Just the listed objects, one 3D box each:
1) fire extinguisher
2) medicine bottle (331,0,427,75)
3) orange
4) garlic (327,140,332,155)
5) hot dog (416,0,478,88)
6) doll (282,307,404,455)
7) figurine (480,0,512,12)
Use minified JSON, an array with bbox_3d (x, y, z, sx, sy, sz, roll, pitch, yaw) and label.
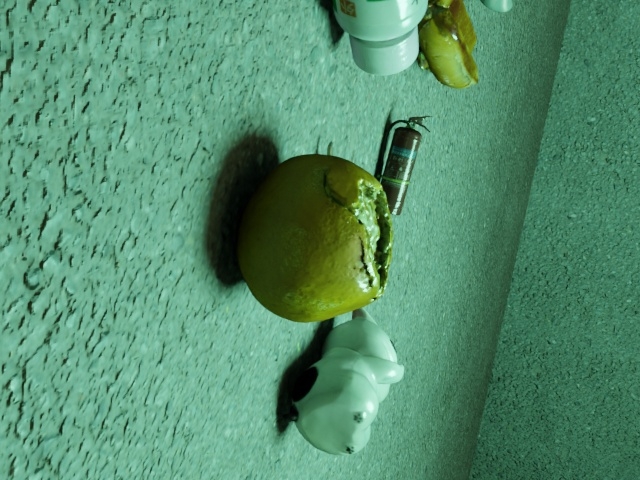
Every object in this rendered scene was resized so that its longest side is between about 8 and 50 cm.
[{"bbox_3d":[0.101,-0.100,1.128,0.039,0.056,0.132,-117,-139,-77],"label":"fire extinguisher"},{"bbox_3d":[0.047,-0.263,0.785,0.260,0.095,0.095,79,31,-55],"label":"medicine bottle"},{"bbox_3d":[0.000,0.000,0.782,0.155,0.134,0.154,20,90,-77],"label":"orange"},{"bbox_3d":[0.013,-0.013,0.910,0.152,0.066,0.084,-67,158,-19],"label":"garlic"},{"bbox_3d":[0.160,-0.260,1.156,0.250,0.076,0.104,13,72,-75],"label":"hot dog"},{"bbox_3d":[0.035,0.167,1.045,0.180,0.107,0.110,-50,156,-52],"label":"doll"},{"bbox_3d":[0.313,-0.502,1.287,0.224,0.205,0.381,-58,175,-50],"label":"figurine"}]
